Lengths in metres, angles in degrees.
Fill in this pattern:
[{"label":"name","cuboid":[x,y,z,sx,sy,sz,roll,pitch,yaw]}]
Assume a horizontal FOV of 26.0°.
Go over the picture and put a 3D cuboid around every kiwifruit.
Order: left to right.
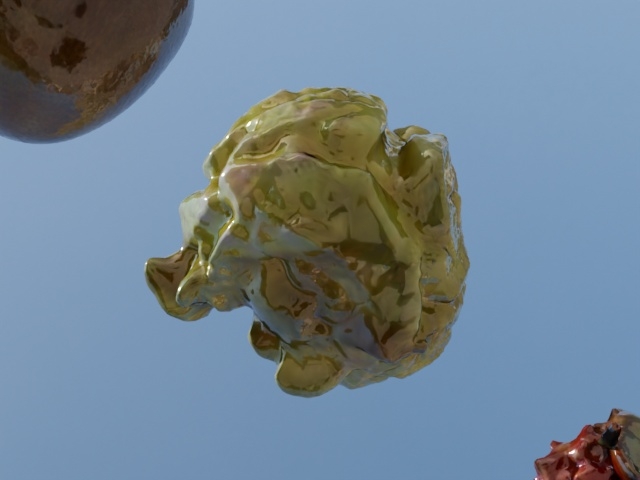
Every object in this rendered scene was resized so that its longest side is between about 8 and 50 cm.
[{"label":"kiwifruit","cuboid":[-0.205,-0.191,1.119,0.196,0.196,0.234,48,-131,-1]}]

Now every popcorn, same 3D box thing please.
[{"label":"popcorn","cuboid":[0.000,0.000,0.850,0.185,0.167,0.187,20,-91,-22]}]

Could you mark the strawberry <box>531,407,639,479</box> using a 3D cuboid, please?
[{"label":"strawberry","cuboid":[0.124,0.167,0.578,0.167,0.208,0.087,5,-154,-42]}]
